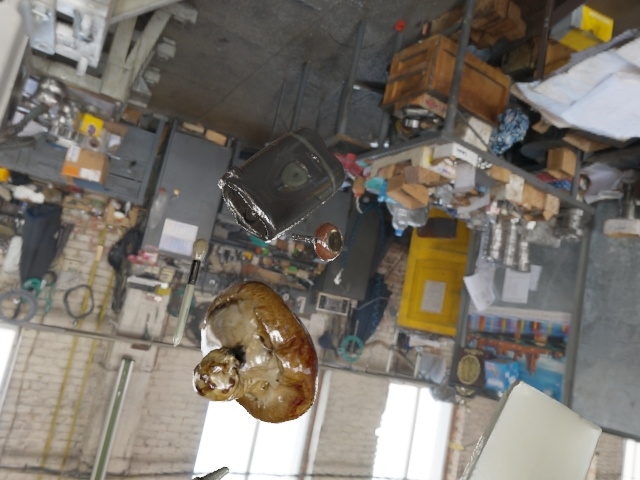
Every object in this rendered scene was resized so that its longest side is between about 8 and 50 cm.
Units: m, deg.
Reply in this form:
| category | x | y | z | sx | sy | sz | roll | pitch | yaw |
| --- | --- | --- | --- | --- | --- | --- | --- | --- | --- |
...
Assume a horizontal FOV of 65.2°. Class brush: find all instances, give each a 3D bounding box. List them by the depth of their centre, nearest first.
| category | x | y | z | sx | sy | sz | roll | pitch | yaw |
| --- | --- | --- | --- | --- | --- | --- | --- | --- | --- |
| brush | -0.351 | 0.132 | 1.333 | 0.042 | 0.299 | 0.039 | 17 | 160 | -16 |

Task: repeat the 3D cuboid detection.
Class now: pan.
| category | x | y | z | sx | sy | sz | roll | pitch | yaw |
| --- | --- | --- | --- | --- | --- | --- | --- | --- | --- |
| pan | 0.000 | 0.000 | 0.865 | 0.115 | 0.068 | 0.024 | 8 | 173 | -42 |

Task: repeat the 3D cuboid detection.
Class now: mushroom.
| category | x | y | z | sx | sy | sz | roll | pitch | yaw |
| --- | --- | --- | --- | --- | --- | --- | --- | --- | --- |
| mushroom | -0.143 | 0.212 | 0.944 | 0.255 | 0.267 | 0.267 | 13 | 172 | -33 |

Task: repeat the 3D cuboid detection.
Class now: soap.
| category | x | y | z | sx | sy | sz | roll | pitch | yaw |
| --- | --- | --- | --- | --- | --- | --- | --- | --- | --- |
| soap | 0.261 | 0.283 | 0.629 | 0.122 | 0.183 | 0.063 | 31 | 147 | 20 |

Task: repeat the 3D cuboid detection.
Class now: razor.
| category | x | y | z | sx | sy | sz | roll | pitch | yaw |
| --- | --- | --- | --- | --- | --- | --- | --- | --- | --- |
| razor | -0.087 | -0.143 | 1.230 | 0.114 | 0.349 | 0.204 | -29 | 100 | 48 |

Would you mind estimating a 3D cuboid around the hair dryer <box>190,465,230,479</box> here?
| category | x | y | z | sx | sy | sz | roll | pitch | yaw |
| --- | --- | --- | --- | --- | --- | --- | --- | --- | --- |
| hair dryer | -0.228 | 0.419 | 0.729 | 0.221 | 0.195 | 0.054 | -17 | -173 | -24 |
